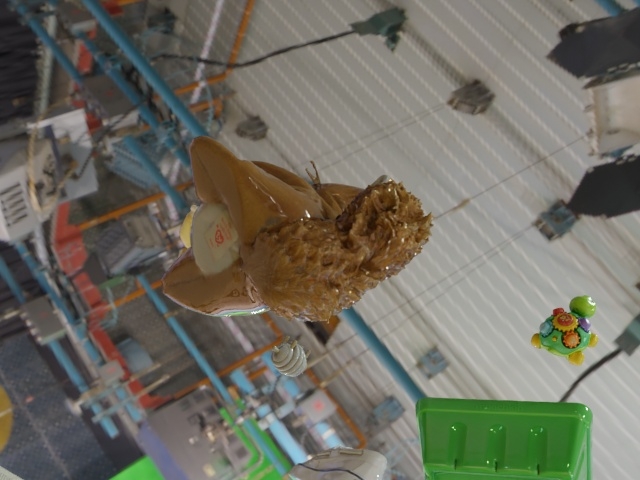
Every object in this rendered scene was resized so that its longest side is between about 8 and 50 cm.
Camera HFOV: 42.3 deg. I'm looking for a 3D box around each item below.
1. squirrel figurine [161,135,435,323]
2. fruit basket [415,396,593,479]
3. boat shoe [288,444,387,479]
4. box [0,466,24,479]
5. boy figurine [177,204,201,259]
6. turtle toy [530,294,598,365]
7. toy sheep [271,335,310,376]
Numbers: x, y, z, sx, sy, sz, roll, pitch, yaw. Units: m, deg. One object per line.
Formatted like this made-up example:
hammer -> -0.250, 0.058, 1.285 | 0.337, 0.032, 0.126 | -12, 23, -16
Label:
squirrel figurine -> 0.000, 0.000, 1.363 | 0.397, 0.370, 0.281 | 22, -72, 43
fruit basket -> 0.399, 0.442, 1.792 | 0.392, 0.392, 0.283 | 19, -51, 44
boat shoe -> 0.032, 0.369, 1.308 | 0.095, 0.084, 0.258 | 44, -25, -12
box -> -0.506, 0.515, 1.459 | 0.275, 0.113, 0.094 | 41, -58, -19
boy figurine -> -0.235, -0.027, 1.780 | 0.092, 0.285, 0.177 | 27, -4, 28
turtle toy -> 0.419, 0.145, 1.393 | 0.095, 0.130, 0.066 | 24, -40, 36
toy sheep -> -0.078, 0.290, 2.053 | 0.091, 0.091, 0.132 | 8, -26, 49
